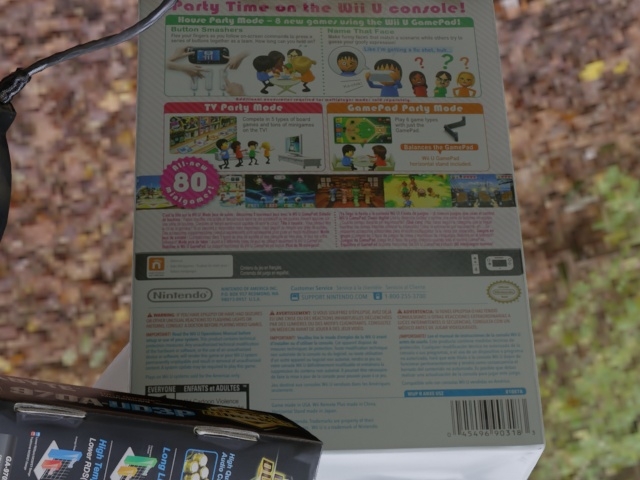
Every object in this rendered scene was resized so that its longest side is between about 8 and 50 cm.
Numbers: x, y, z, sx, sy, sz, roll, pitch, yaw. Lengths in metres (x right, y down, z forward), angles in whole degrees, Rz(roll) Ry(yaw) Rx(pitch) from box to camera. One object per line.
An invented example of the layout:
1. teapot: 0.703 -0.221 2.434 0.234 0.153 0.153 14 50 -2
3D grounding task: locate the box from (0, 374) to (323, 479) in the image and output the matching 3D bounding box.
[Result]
1. box: -0.107 0.174 0.645 0.175 0.220 0.051 11 -176 -26

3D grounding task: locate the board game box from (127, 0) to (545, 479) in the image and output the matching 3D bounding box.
1. board game box: 0.000 0.000 0.891 0.224 0.303 0.097 0 152 -4

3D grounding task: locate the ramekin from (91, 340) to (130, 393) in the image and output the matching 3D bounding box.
1. ramekin: -0.085 0.127 1.268 0.135 0.277 0.277 44 136 -10

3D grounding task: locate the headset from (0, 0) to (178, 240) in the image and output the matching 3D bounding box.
1. headset: -0.210 -0.070 0.609 0.394 0.185 0.243 -26 166 -10
